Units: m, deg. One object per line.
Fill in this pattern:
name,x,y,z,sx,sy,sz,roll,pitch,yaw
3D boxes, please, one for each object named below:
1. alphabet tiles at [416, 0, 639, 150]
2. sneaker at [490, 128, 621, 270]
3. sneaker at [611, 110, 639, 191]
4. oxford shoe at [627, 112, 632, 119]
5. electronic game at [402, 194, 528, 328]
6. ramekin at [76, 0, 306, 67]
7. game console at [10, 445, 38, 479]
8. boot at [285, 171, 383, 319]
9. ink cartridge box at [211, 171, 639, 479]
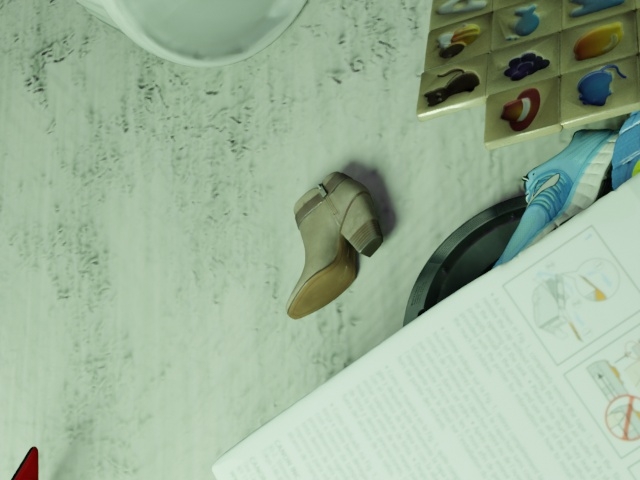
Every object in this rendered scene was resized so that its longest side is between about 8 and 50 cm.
alphabet tiles,0.239,-0.188,0.923,0.342,0.011,0.285,-14,40,22
sneaker,0.175,-0.018,0.898,0.162,0.063,0.073,-50,38,-11
sneaker,0.250,-0.018,0.845,0.067,0.078,0.188,-8,78,47
oxford shoe,0.330,-0.124,0.874,0.227,0.096,0.083,-29,59,14
electronic game,0.172,0.065,0.909,0.229,0.048,0.229,-9,62,18
ramekin,-0.128,-0.298,1.088,0.127,0.273,0.273,19,80,44
game console,-0.299,0.255,1.024,0.124,0.085,0.144,-10,31,25
boot,0.000,0.000,1.034,0.118,0.042,0.087,-41,52,7
ink cartridge box,0.161,0.177,0.814,0.385,0.091,0.308,-35,73,9
